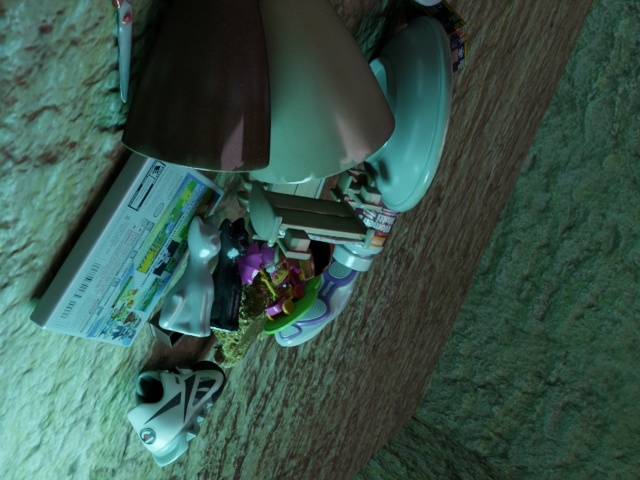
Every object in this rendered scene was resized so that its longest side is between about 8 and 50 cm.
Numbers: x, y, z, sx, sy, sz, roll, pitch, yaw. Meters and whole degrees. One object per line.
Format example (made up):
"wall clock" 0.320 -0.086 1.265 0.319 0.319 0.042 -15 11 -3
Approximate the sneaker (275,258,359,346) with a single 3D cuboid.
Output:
"sneaker" -0.002 0.179 2.370 0.305 0.114 0.152 -43 153 -37

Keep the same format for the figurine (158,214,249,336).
"figurine" -0.197 0.056 1.695 0.215 0.092 0.210 5 98 -73

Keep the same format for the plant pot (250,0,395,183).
"plant pot" -0.038 -0.272 1.490 0.256 0.256 0.274 -44 130 -35

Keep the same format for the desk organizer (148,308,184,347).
"desk organizer" -0.261 0.137 1.801 0.130 0.050 0.047 -48 157 -29

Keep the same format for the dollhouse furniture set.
"dollhouse furniture set" 0.000 0.000 1.769 0.303 0.355 0.174 8 117 -26

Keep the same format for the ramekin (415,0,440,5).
"ramekin" 0.201 -0.587 1.765 0.273 0.127 0.273 -48 157 -27

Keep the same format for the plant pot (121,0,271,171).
"plant pot" -0.158 -0.237 1.344 0.215 0.215 0.231 -19 125 -60

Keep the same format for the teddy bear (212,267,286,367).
"teddy bear" -0.155 0.144 2.014 0.245 0.113 0.338 -64 168 28

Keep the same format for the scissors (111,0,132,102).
"scissors" -0.250 -0.312 1.249 0.109 0.021 0.297 -50 156 -28

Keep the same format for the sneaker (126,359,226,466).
"sneaker" -0.286 0.293 1.876 0.122 0.146 0.330 -36 -170 16

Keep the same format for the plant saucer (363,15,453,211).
"plant saucer" 0.146 -0.261 1.933 0.400 0.100 0.401 -173 -90 -75

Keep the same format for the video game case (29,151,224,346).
"video game case" -0.301 0.014 1.551 0.329 0.036 0.300 -59 162 -3

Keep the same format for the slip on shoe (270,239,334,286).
"slip on shoe" -0.016 0.030 2.066 0.331 0.101 0.123 -28 108 -72

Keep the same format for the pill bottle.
"pill bottle" 0.117 -0.044 2.331 0.121 0.121 0.221 -14 131 -62

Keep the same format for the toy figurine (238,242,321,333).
"toy figurine" -0.092 0.066 1.843 0.130 0.159 0.173 -24 -160 41

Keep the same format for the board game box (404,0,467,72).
"board game box" 0.238 -0.450 1.977 0.048 0.170 0.141 -32 154 -7
